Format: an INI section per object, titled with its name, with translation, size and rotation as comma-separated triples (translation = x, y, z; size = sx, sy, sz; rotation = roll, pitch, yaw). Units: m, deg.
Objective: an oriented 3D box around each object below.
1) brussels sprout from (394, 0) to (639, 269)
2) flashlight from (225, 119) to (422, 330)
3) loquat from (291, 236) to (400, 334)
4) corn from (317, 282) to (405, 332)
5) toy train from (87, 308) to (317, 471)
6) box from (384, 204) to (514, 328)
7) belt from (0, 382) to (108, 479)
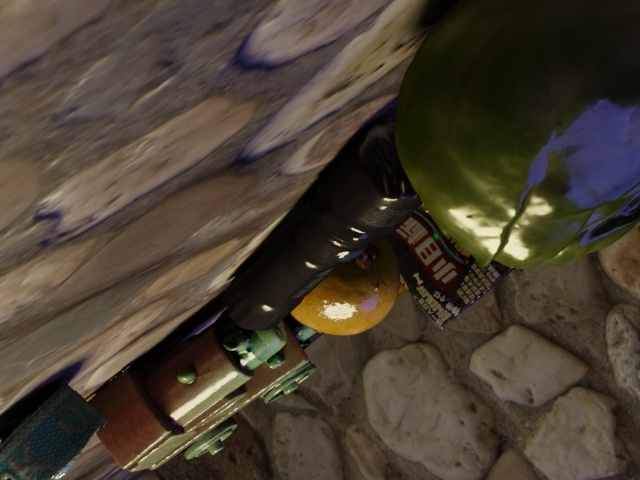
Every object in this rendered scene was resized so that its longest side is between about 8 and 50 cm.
[brussels sprout]
translation = 0.203, -0.122, 1.301
size = 0.328, 0.247, 0.328
rotation = -34, 174, -4
[flashlight]
translation = 0.000, 0.000, 1.738
size = 0.103, 0.103, 0.424
rotation = -34, 174, -34
[loquat]
translation = 0.024, 0.046, 1.960
size = 0.163, 0.163, 0.137
rotation = -44, -170, 45
[corn]
translation = 0.055, 0.069, 2.489
size = 0.120, 0.120, 0.363
rotation = -40, 176, 19
[toy train]
translation = -0.144, 0.175, 2.021
size = 0.304, 0.150, 0.221
rotation = -37, 168, 12
[box]
translation = 0.234, -0.044, 2.298
size = 0.310, 0.198, 0.084
rotation = -40, 176, 13
[belt]
translation = -0.300, 0.219, 1.679
size = 0.163, 0.082, 0.147
rotation = -46, -179, 36
